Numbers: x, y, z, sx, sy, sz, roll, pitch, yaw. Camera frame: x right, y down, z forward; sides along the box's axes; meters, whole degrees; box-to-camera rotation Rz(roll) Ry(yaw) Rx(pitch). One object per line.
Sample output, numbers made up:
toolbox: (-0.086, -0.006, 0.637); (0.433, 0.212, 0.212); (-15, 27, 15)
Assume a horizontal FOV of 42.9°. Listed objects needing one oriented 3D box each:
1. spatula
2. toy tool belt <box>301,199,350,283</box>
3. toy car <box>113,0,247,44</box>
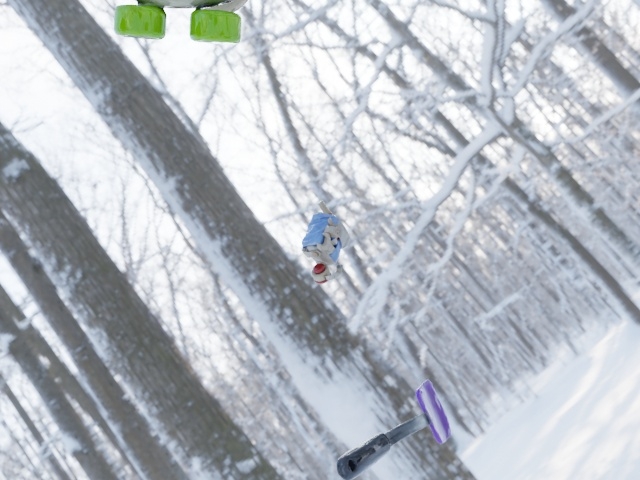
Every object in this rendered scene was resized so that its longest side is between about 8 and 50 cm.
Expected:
spatula: (0.101, 0.249, 1.044); (0.030, 0.084, 0.296); (-30, -10, 34)
toy tool belt: (0.000, 0.000, 0.863); (0.083, 0.052, 0.051); (-74, -31, -45)
toy car: (-0.128, -0.285, 0.859); (0.188, 0.149, 0.155); (-55, -30, -79)
